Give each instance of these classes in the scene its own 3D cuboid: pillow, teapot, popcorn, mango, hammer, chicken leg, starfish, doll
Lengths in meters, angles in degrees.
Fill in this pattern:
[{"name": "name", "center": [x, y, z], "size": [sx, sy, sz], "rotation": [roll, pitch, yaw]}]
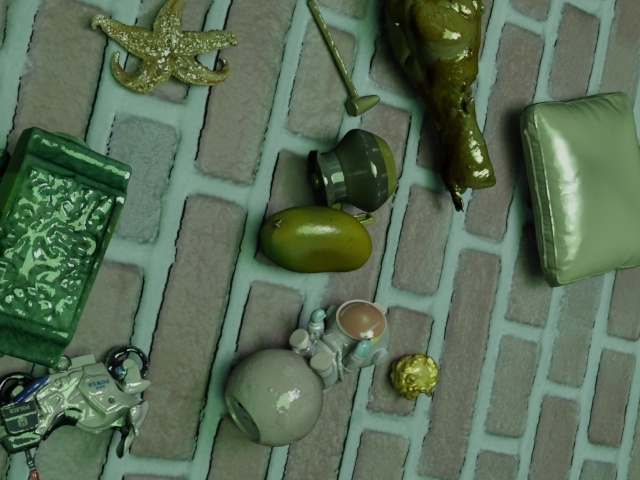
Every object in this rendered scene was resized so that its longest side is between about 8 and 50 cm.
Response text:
[{"name": "pillow", "center": [0.470, -0.093, 1.484], "size": [0.255, 0.120, 0.322], "rotation": [-12, 94, -27]}, {"name": "teapot", "center": [0.047, -0.088, 1.287], "size": [0.119, 0.130, 0.165], "rotation": [-14, 129, -11]}, {"name": "popcorn", "center": [0.156, 0.222, 1.371], "size": [0.082, 0.057, 0.083], "rotation": [-42, 105, -26]}, {"name": "mango", "center": [0.000, -0.002, 1.258], "size": [0.191, 0.122, 0.085], "rotation": [3, 50, -32]}, {"name": "hammer", "center": [0.035, -0.294, 1.321], "size": [0.060, 0.028, 0.195], "rotation": [-32, 103, -28]}, {"name": "chicken leg", "center": [0.204, -0.258, 1.342], "size": [0.153, 0.201, 0.429], "rotation": [-15, 104, 1]}, {"name": "starfish", "center": [-0.218, -0.275, 1.181], "size": [0.210, 0.053, 0.150], "rotation": [17, 79, -24]}, {"name": "doll", "center": [-0.004, 0.187, 1.254], "size": [0.287, 0.151, 0.151], "rotation": [-33, 105, -28]}]

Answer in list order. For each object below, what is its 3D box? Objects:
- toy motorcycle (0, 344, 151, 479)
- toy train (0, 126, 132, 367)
[{"name": "toy motorcycle", "center": [-0.323, 0.228, 1.118], "size": [0.221, 0.102, 0.150], "rotation": [-11, 75, -28]}, {"name": "toy train", "center": [-0.355, 0.004, 1.017], "size": [0.167, 0.238, 0.299], "rotation": [22, 82, -28]}]
